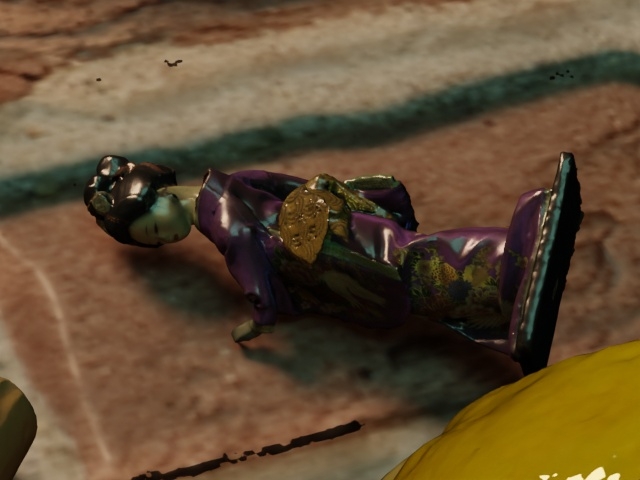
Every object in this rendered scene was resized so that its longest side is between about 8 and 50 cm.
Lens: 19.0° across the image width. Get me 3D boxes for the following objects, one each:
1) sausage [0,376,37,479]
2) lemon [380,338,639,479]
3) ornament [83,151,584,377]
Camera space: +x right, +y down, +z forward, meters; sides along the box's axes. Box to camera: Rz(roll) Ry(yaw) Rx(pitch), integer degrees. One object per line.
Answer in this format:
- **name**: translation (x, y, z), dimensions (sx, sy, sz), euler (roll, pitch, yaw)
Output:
- **sausage**: translation (-0.167, 0.163, 0.608), dimensions (0.066, 0.065, 0.301), euler (16, 48, 3)
- **lemon**: translation (0.125, 0.162, 0.531), dimensions (0.293, 0.293, 0.293), euler (5, 50, -7)
- **ornament**: translation (0.001, 0.008, 0.768), dimensions (0.203, 0.088, 0.081), euler (5, 73, 9)
